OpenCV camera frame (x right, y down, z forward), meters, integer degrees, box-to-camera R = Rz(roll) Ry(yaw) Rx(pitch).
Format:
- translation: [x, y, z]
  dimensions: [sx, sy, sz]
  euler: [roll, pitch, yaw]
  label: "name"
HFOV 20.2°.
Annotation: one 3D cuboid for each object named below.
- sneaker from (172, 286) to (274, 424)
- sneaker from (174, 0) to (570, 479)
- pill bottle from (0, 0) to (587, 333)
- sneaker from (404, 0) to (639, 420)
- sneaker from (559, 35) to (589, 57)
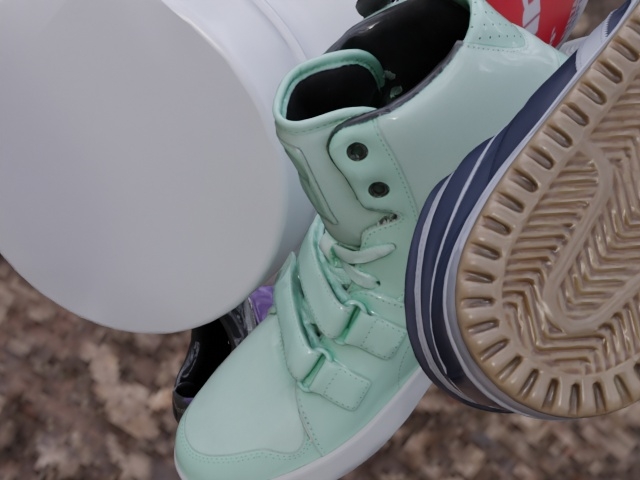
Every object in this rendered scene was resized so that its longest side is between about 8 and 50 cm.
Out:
- translation: [-0.081, 0.163, 1.498]
  dimensions: [0.107, 0.283, 0.124]
  euler: [2, -2, 41]
  label: "sneaker"
- translation: [0.000, -0.001, 0.736]
  dimensions: [0.151, 0.256, 0.094]
  euler: [37, 18, -38]
  label: "sneaker"
- translation: [-0.011, -0.117, 0.956]
  dimensions: [0.229, 0.229, 0.408]
  euler: [37, 35, 6]
  label: "pill bottle"
- translation: [0.131, -0.051, 0.600]
  dimensions: [0.099, 0.153, 0.282]
  euler: [43, 77, 1]
  label: "sneaker"
- translation: [0.182, -0.036, 1.269]
  dimensions: [0.169, 0.292, 0.108]
  euler: [34, 56, -23]
  label: "sneaker"
